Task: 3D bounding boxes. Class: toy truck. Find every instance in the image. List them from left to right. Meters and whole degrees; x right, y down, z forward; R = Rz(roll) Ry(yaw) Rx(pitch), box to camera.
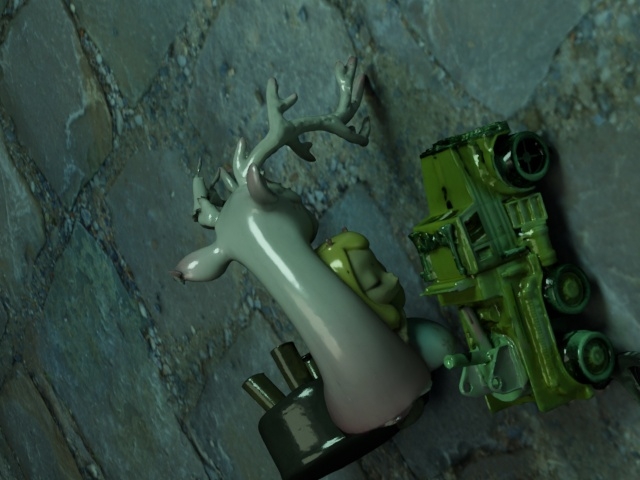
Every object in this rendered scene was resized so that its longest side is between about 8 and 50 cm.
[{"bbox_3d":[0.151,0.029,1.032,0.128,0.135,0.259,-14,90,58],"label":"toy truck"}]

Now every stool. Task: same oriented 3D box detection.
[{"bbox_3d":[0.023,0.171,1.272,0.228,0.153,0.139,-32,73,9],"label":"stool"}]

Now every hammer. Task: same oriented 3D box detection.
[{"bbox_3d":[0.313,0.185,1.000,0.201,0.021,0.078,59,142,13],"label":"hammer"}]

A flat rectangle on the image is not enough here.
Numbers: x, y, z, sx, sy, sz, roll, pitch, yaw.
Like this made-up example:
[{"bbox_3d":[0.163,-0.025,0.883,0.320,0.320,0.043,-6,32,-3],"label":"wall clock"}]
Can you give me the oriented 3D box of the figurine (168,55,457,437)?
[{"bbox_3d":[-0.012,0.008,1.125,0.206,0.284,0.315,-30,98,30],"label":"figurine"}]
